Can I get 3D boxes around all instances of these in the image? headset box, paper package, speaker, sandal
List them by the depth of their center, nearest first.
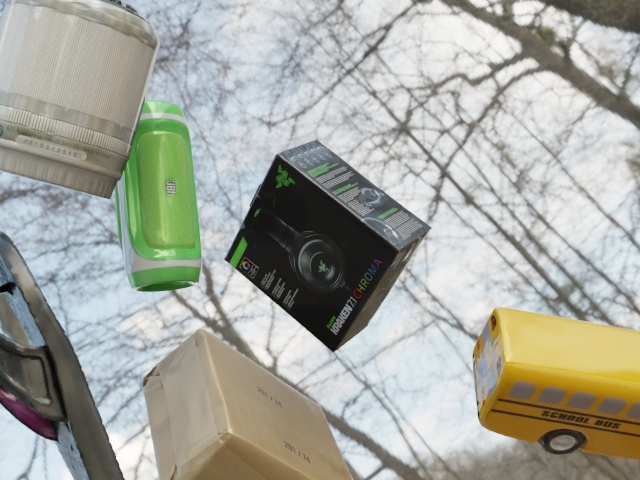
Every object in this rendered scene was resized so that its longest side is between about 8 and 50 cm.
[{"bbox_3d":[-0.356,0.179,1.076,0.107,0.445,0.167,-20,-21,-26],"label":"sandal"},{"bbox_3d":[-0.266,-0.070,1.416,0.131,0.296,0.131,-7,-10,-1],"label":"speaker"},{"bbox_3d":[-0.122,0.356,1.494,0.168,0.309,0.325,-45,-59,10],"label":"paper package"},{"bbox_3d":[0.000,0.000,1.499,0.131,0.283,0.246,-29,-26,-54],"label":"headset box"}]

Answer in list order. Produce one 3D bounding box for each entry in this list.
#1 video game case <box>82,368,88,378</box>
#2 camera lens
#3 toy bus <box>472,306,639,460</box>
[{"bbox_3d":[-0.506,0.237,1.703,0.011,0.122,0.087,-42,-4,-37],"label":"video game case"},{"bbox_3d":[-0.365,-0.215,1.252,0.219,0.220,0.274,18,-93,-61],"label":"camera lens"},{"bbox_3d":[0.341,0.172,0.982,0.333,0.108,0.130,10,-48,-6],"label":"toy bus"}]
